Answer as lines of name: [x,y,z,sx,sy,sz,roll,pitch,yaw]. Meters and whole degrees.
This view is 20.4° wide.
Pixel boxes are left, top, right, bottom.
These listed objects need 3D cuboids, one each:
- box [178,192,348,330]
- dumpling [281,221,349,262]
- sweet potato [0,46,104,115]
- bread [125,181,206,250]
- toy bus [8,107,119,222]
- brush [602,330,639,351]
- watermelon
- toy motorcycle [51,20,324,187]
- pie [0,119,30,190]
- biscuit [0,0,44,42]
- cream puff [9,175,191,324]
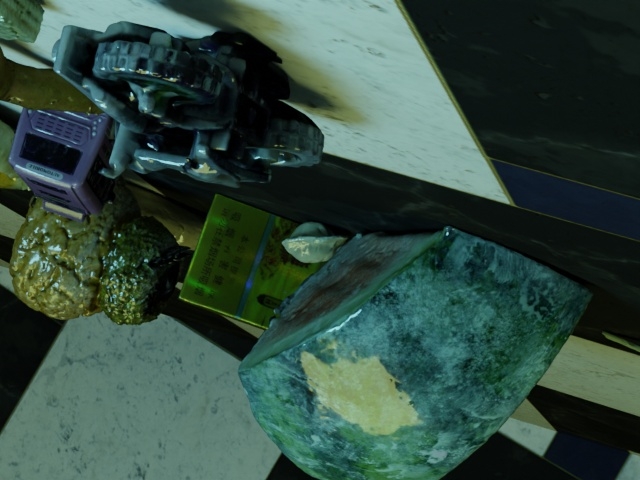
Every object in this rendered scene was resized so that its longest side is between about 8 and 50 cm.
box: [-0.043,0.039,1.922,0.193,0.121,0.030,20,172,-6]
dumpling: [0.000,0.001,1.869,0.059,0.043,0.077,-17,146,39]
sweet potato: [-0.288,-0.141,1.459,0.075,0.074,0.269,11,172,45]
bread: [-0.216,-0.033,2.089,0.214,0.053,0.073,23,175,-28]
toy bus: [-0.233,-0.080,1.646,0.087,0.098,0.178,18,172,2]
brush: [0.342,0.113,1.922,0.084,0.013,0.016,22,171,36]
watermelon: [0.083,0.088,1.793,0.228,0.258,0.387,37,124,-17]
toy motorcycle: [-0.103,-0.096,1.232,0.159,0.106,0.270,9,173,23]
pie: [-0.442,-0.128,1.905,0.339,0.077,0.339,18,168,4]
biscuit: [-0.305,-0.192,1.266,0.199,0.040,0.121,17,174,12]
cream puff: [-0.226,0.017,1.946,0.169,0.183,0.183,26,174,16]
